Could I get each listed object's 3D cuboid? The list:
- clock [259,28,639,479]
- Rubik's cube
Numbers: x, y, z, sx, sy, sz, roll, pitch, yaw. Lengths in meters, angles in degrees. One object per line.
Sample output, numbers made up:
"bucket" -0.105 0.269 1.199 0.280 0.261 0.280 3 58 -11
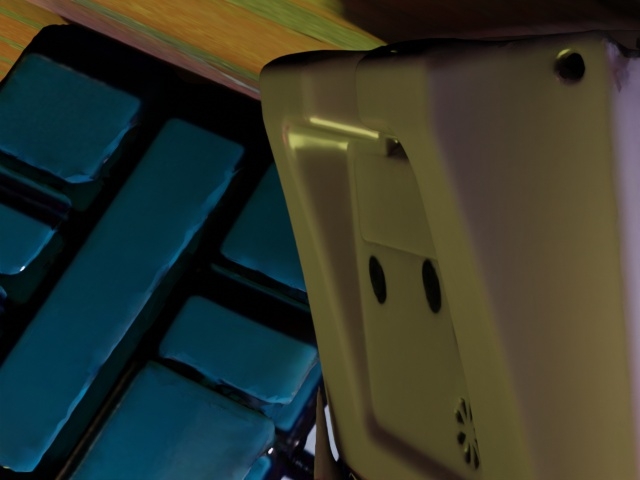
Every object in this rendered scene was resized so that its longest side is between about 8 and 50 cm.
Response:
"clock" 0.048 0.032 0.476 0.083 0.186 0.253 -7 -174 -16
"Rubik's cube" -0.103 0.085 1.009 0.283 0.288 0.293 26 158 15
